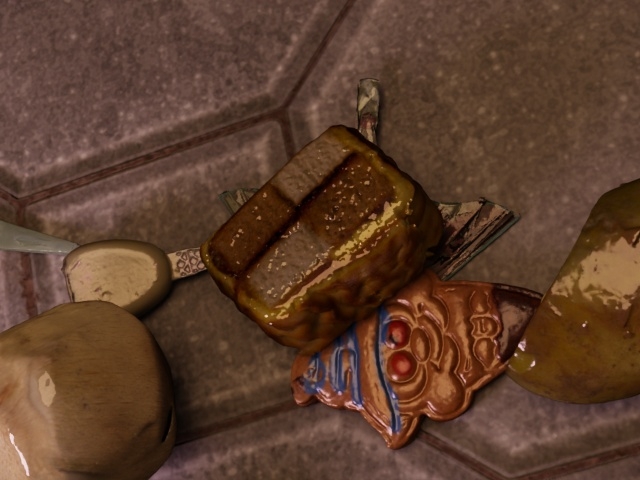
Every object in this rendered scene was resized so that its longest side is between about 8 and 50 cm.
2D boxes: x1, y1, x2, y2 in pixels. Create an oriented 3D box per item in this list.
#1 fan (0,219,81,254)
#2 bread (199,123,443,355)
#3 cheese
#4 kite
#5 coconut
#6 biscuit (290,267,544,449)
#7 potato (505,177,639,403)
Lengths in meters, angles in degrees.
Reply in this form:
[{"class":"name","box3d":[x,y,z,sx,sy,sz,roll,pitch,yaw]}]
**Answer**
[{"class":"fan","box3d":[-0.302,0.006,1.727,0.193,0.016,0.038,10,77,24]},{"class":"bread","box3d":[0.000,0.000,1.547,0.222,0.096,0.181,-43,50,3]},{"class":"cheese","box3d":[-0.179,0.034,1.655,0.192,0.037,0.097,-14,84,7]},{"class":"kite","box3d":[0.044,-0.023,1.613,0.335,0.011,0.314,3,74,19]},{"class":"coconut","box3d":[-0.240,0.164,1.553,0.224,0.224,0.224,-7,68,17]},{"class":"biscuit","box3d":[0.099,0.108,1.530,0.280,0.043,0.183,-18,72,15]},{"class":"potato","box3d":[0.297,0.042,1.422,0.298,0.141,0.176,-36,73,3]}]
